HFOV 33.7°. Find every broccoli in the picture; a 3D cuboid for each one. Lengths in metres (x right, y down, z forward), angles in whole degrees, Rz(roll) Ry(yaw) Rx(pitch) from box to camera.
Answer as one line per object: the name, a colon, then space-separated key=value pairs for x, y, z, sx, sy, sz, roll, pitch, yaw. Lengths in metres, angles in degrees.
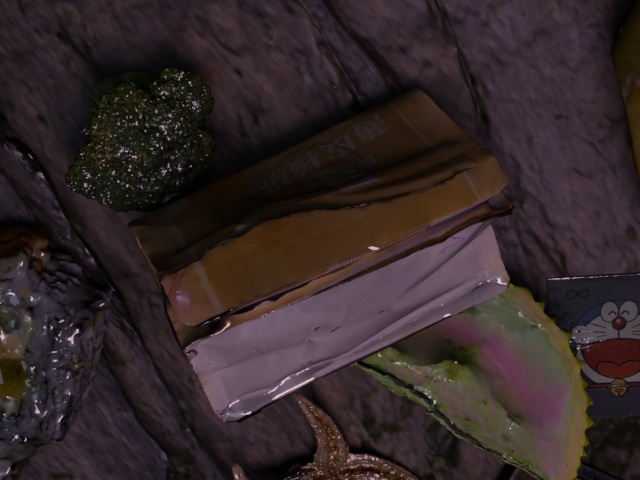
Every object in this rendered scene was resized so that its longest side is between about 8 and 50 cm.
broccoli: x=-0.168 y=-0.099 z=1.022 sx=0.162 sy=0.145 sz=0.138 roll=-44 pitch=67 yaw=34

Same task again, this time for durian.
durian: x=0.112 y=0.104 z=1.035 sx=0.351 sy=0.169 sz=0.158 roll=28 pitch=120 yaw=8

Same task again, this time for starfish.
starfish: x=0.012 y=0.259 z=1.162 sx=0.213 sy=0.057 sz=0.238 roll=-8 pitch=112 yaw=-1

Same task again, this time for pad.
pad: x=0.363 y=0.108 z=1.109 sx=0.245 sy=0.006 sz=0.170 roll=-3 pitch=108 yaw=6

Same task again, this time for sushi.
sushi: x=-0.322 y=0.125 z=1.099 sx=0.184 sy=0.139 sz=0.274 roll=16 pitch=112 yaw=2

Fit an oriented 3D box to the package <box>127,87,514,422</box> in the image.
package: x=0.003 y=-0.006 z=0.937 sx=0.311 sy=0.165 sz=0.221 roll=-24 pitch=75 yaw=-8

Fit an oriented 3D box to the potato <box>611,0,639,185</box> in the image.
potato: x=0.346 y=-0.136 z=0.956 sx=0.176 sy=0.141 sz=0.298 roll=15 pitch=111 yaw=15

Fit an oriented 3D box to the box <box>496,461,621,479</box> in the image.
box: x=0.329 y=0.360 z=1.174 sx=0.324 sy=0.047 sz=0.180 roll=25 pitch=109 yaw=-3
